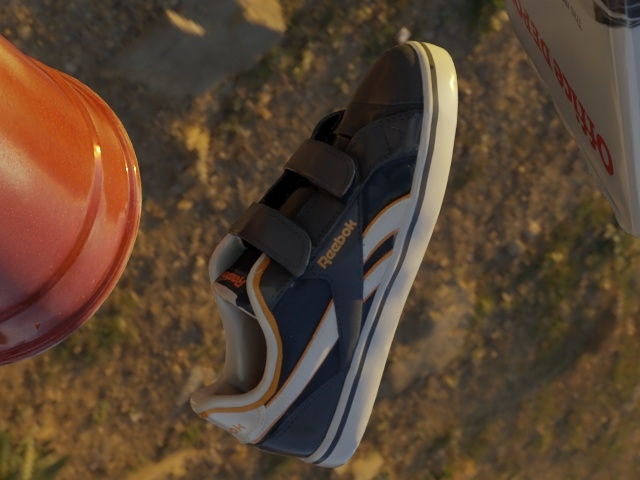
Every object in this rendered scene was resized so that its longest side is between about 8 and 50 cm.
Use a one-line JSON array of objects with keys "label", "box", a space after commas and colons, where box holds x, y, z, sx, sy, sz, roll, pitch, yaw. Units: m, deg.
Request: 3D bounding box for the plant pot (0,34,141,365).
[{"label": "plant pot", "box": [-0.300, -0.062, 1.066, 0.272, 0.272, 0.265, -38, 162, -4]}]

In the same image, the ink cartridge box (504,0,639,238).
[{"label": "ink cartridge box", "box": [0.131, -0.168, 0.550, 0.114, 0.197, 0.273, -16, 129, 0]}]

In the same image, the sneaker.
[{"label": "sneaker", "box": [0.000, 0.000, 1.025, 0.127, 0.126, 0.321, 16, 90, -20]}]
